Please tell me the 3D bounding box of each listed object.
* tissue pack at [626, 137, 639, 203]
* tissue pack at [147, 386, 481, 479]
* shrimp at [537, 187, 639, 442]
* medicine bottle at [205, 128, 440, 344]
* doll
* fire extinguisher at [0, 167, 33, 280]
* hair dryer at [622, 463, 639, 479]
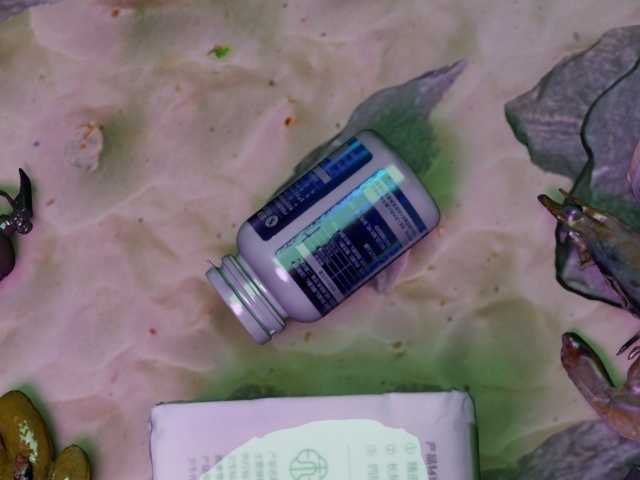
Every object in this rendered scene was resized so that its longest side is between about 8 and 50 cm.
[{"bbox_3d":[0.324,-0.036,1.274,0.092,0.196,0.148,-30,77,1],"label":"tissue pack"},{"bbox_3d":[0.002,0.302,1.242,0.266,0.194,0.357,-3,79,5],"label":"tissue pack"},{"bbox_3d":[0.251,0.064,1.328,0.143,0.052,0.251,-48,60,20],"label":"shrimp"},{"bbox_3d":[0.000,0.000,1.350,0.191,0.107,0.107,-38,77,-2],"label":"medicine bottle"},{"bbox_3d":[-0.253,0.231,1.340,0.137,0.097,0.209,-32,71,5],"label":"doll"},{"bbox_3d":[-0.353,0.042,1.405,0.267,0.072,0.089,-41,41,-3],"label":"fire extinguisher"},{"bbox_3d":[0.192,0.245,1.220,0.075,0.219,0.195,30,94,-3],"label":"hair dryer"}]
